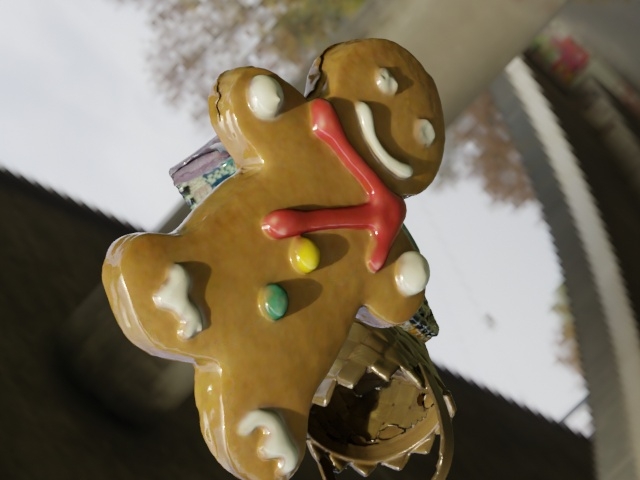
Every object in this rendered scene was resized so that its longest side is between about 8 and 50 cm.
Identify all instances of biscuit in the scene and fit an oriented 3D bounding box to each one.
[{"bbox_3d":[-0.003,-0.018,1.100,0.216,0.047,0.340,56,-131,-20],"label":"biscuit"}]

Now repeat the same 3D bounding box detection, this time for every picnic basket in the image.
[{"bbox_3d":[0.045,0.151,1.376,0.138,0.128,0.178,29,-146,-41],"label":"picnic basket"}]

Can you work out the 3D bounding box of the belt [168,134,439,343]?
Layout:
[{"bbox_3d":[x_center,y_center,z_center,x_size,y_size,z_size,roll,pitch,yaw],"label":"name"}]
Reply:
[{"bbox_3d":[0.000,0.000,1.653,0.295,0.160,0.207,56,-172,-7],"label":"belt"}]
